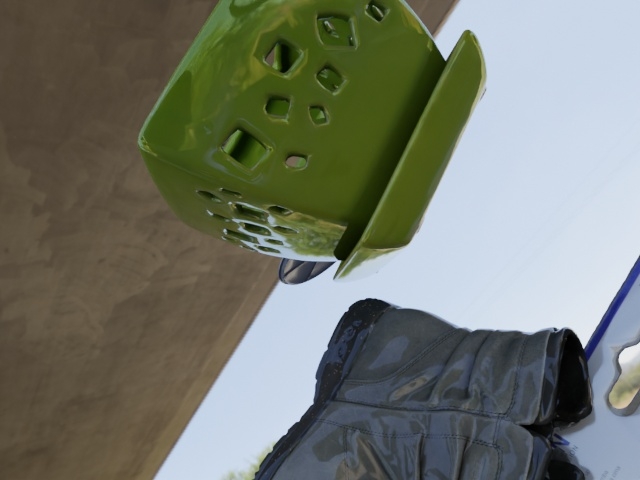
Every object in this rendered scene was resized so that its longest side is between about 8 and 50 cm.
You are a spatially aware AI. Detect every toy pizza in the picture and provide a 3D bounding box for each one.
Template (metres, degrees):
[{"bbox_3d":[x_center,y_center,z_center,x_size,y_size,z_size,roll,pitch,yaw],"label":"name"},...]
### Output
[{"bbox_3d":[0.000,0.000,0.985,0.201,0.032,0.201,-36,-24,-19],"label":"toy pizza"}]

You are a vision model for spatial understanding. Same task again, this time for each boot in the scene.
[{"bbox_3d":[0.046,0.148,0.313,0.083,0.161,0.246,36,-109,-38],"label":"boot"}]

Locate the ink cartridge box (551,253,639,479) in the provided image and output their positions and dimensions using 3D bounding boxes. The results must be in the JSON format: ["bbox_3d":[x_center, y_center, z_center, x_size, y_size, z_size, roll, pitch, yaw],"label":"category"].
[{"bbox_3d":[0.244,0.108,0.275,0.223,0.224,0.045,-57,-39,-3],"label":"ink cartridge box"}]

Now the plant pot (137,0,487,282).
[{"bbox_3d":[0.003,-0.090,0.498,0.227,0.207,0.228,-63,0,-14],"label":"plant pot"}]
